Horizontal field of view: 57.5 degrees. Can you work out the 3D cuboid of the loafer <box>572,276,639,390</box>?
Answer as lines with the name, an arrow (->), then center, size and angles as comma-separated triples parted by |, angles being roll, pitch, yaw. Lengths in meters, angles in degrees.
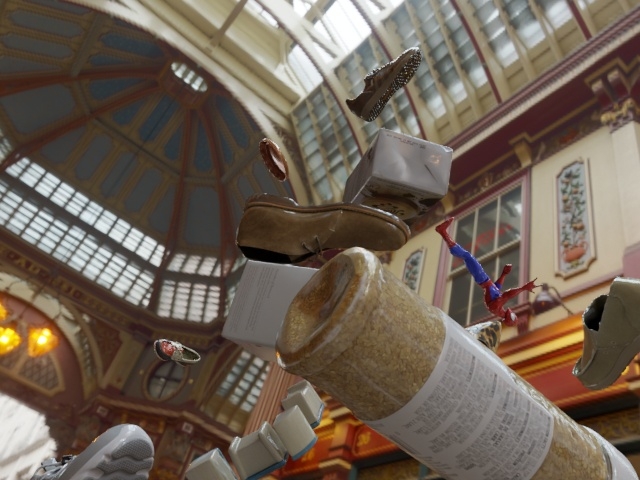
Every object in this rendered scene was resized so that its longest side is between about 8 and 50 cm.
loafer -> 0.436, 0.134, 0.873 | 0.092, 0.102, 0.269 | 35, -32, 22

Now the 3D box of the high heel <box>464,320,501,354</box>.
high heel -> 0.263, 0.206, 0.889 | 0.186, 0.261, 0.093 | -14, -69, 55

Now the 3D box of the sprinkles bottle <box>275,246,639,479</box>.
sprinkles bottle -> 0.129, 0.154, 0.519 | 0.355, 0.121, 0.121 | 38, -43, -17

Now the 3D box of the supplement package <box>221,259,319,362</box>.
supplement package -> -0.010, 0.100, 0.718 | 0.179, 0.105, 0.105 | 5, -25, 28

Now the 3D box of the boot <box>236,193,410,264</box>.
boot -> 0.000, 0.000, 1.013 | 0.305, 0.115, 0.112 | 6, -38, 14

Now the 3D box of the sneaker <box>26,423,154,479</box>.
sneaker -> -0.315, 0.302, 0.703 | 0.281, 0.115, 0.105 | -45, -38, 13

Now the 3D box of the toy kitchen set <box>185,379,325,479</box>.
toy kitchen set -> -0.089, 0.356, 0.986 | 0.207, 0.166, 0.122 | -30, -87, 9

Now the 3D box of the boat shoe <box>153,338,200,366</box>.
boat shoe -> -0.340, 0.265, 1.382 | 0.043, 0.049, 0.137 | -15, -33, 20

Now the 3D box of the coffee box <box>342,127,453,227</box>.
coffee box -> 0.162, -0.122, 1.342 | 0.168, 0.119, 0.297 | 14, -18, -7

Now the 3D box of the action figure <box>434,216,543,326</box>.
action figure -> 0.393, 0.058, 1.338 | 0.139, 0.091, 0.281 | -31, -97, 9

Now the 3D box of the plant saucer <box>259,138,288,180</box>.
plant saucer -> -0.082, -0.147, 1.058 | 0.083, 0.013, 0.084 | 47, -22, 25

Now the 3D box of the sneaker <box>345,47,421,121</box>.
sneaker -> 0.125, -0.326, 1.170 | 0.071, 0.188, 0.066 | 36, -12, 24
